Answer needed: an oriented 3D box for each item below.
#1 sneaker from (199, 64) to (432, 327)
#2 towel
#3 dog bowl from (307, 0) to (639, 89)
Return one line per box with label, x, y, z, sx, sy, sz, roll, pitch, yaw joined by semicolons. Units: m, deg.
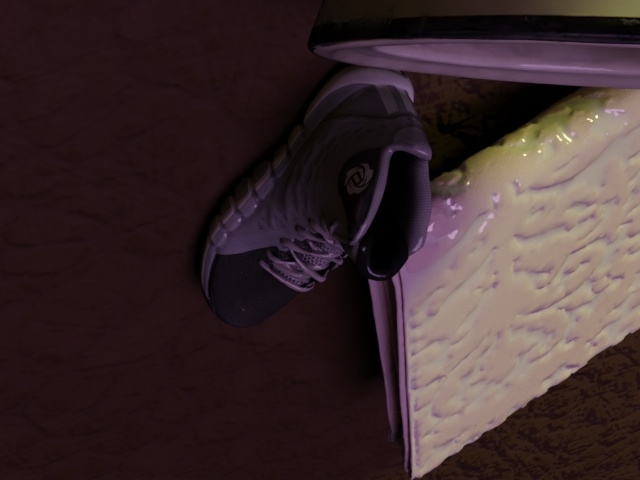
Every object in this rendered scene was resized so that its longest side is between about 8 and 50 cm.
sneaker;0.000;0.000;1.317;0.086;0.132;0.228;14;123;-33
towel;0.179;0.006;1.512;0.332;0.053;0.317;-32;147;-19
dog bowl;0.200;-0.164;1.089;0.408;0.408;0.150;2;92;-40
